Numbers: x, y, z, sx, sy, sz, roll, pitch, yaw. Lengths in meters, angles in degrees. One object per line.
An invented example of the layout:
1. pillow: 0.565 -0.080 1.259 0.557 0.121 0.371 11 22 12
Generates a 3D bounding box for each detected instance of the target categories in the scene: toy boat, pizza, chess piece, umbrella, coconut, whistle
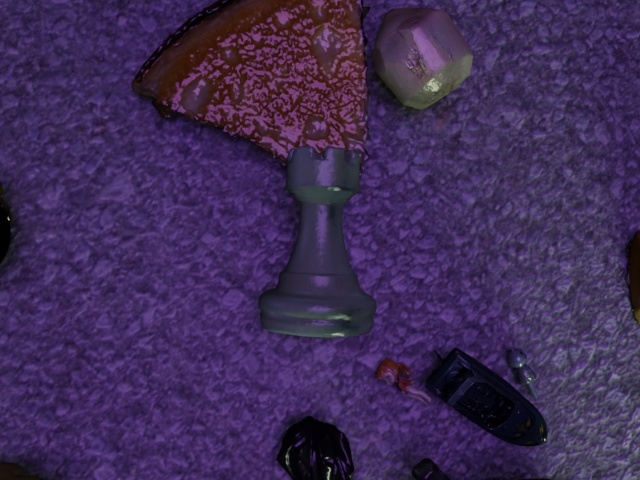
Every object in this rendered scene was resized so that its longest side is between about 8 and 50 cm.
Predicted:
1. toy boat: 0.298 0.285 1.148 0.246 0.103 0.093 36 105 -7
2. pizza: -0.065 -0.335 1.186 0.435 0.080 0.391 25 83 -5
3. chess piece: 0.000 0.000 1.081 0.195 0.194 0.298 3 91 -7
4. umbrella: 0.050 0.447 1.093 0.118 0.118 0.340 -33 88 -10
5. coconut: 0.173 -0.335 1.172 0.171 0.171 0.182 -38 94 -10
6. whistle: 0.369 0.239 1.192 0.035 0.035 0.100 -26 88 -9

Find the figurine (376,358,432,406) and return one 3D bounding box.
1. figurine: 0.148 0.250 1.154 0.109 0.064 0.047 36 56 12

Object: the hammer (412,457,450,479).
1. hammer: 0.074 0.507 1.035 0.365 0.043 0.111 -39 104 -11

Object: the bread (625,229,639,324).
1. bread: 0.652 0.064 1.240 0.140 0.169 0.160 5 42 -7

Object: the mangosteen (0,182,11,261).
1. mangosteen: -0.588 -0.024 1.036 0.210 0.210 0.209 1 83 -7

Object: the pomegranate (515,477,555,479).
1. pomegranate: 0.354 0.535 1.024 0.323 0.322 0.321 1 83 -7

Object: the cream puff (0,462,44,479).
1. cream puff: -0.547 0.482 0.943 0.325 0.291 0.257 4 105 -25
